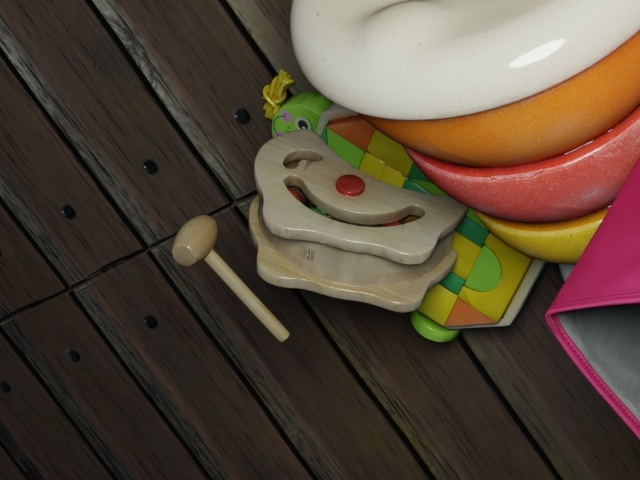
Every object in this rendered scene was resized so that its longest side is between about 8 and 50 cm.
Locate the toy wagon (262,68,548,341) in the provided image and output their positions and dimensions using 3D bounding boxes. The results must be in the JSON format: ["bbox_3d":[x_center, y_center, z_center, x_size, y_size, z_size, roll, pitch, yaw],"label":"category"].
[{"bbox_3d":[0.073,-0.049,1.829,0.344,0.068,0.267,33,135,11],"label":"toy wagon"}]

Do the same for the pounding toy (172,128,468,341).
[{"bbox_3d":[0.000,0.000,1.780,0.269,0.154,0.155,12,131,5],"label":"pounding toy"}]

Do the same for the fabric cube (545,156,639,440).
[{"bbox_3d":[0.369,0.034,1.315,0.259,0.258,0.254,-10,129,51],"label":"fabric cube"}]

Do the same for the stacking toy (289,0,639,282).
[{"bbox_3d":[0.213,-0.091,1.572,0.350,0.350,0.480,2,138,35],"label":"stacking toy"}]
